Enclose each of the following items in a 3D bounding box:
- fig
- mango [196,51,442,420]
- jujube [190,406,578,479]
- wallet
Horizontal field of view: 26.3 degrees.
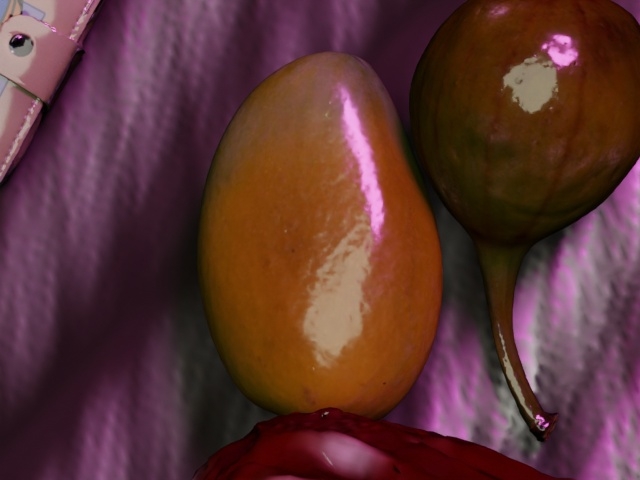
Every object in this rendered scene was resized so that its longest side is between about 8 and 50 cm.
[{"bbox_3d":[0.107,-0.013,0.702,0.124,0.124,0.236,2,108,8],"label":"fig"},{"bbox_3d":[0.000,0.000,0.702,0.130,0.092,0.194,5,89,22],"label":"mango"},{"bbox_3d":[0.081,0.234,0.595,0.377,0.258,0.258,32,89,5],"label":"jujube"},{"bbox_3d":[-0.189,-0.116,0.763,0.110,0.039,0.155,27,86,0],"label":"wallet"}]
